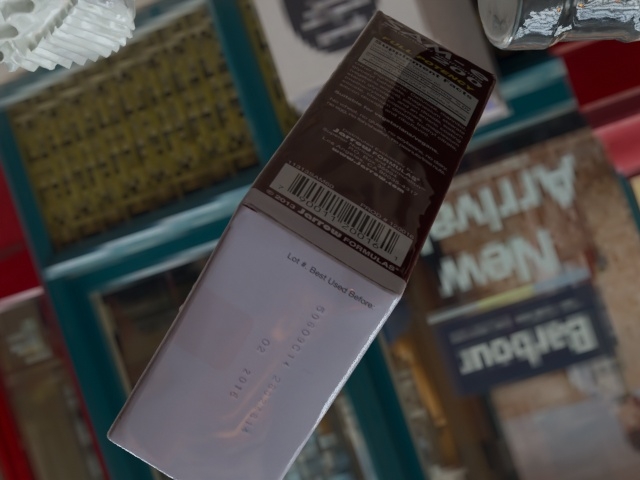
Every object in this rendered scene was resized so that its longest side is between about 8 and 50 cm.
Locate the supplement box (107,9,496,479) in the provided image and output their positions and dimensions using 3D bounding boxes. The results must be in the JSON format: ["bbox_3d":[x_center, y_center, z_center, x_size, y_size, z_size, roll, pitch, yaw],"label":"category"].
[{"bbox_3d":[0.000,0.000,0.746,0.130,0.073,0.239,-58,180,28],"label":"supplement box"}]

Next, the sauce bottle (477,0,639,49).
[{"bbox_3d":[0.252,-0.140,0.862,0.344,0.111,0.111,-3,174,-14],"label":"sauce bottle"}]

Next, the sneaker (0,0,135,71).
[{"bbox_3d":[-0.185,-0.151,0.469,0.293,0.146,0.102,15,162,-21],"label":"sneaker"}]
